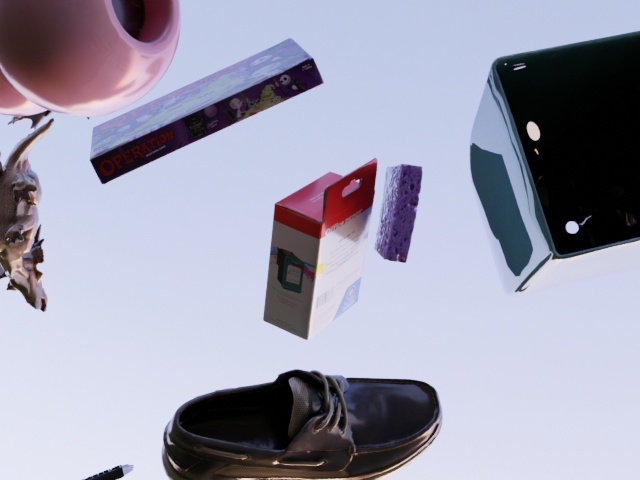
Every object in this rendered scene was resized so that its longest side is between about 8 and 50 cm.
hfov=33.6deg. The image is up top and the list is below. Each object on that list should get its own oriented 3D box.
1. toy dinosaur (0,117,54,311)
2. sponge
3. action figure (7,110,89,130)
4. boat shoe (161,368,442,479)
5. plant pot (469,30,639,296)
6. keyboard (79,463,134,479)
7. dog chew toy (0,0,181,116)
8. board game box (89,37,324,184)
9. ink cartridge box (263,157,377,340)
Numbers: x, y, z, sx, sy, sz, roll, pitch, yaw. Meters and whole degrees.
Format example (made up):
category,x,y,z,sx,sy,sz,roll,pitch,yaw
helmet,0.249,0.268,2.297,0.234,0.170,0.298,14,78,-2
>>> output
category,x,y,z,sx,sy,sz,roll,pitch,yaw
toy dinosaur,-0.462,-0.045,1.600,0.127,0.200,0.295,13,-89,5
sponge,0.096,-0.036,1.341,0.031,0.210,0.117,9,-87,-1
action figure,-0.436,-0.251,1.594,0.276,0.141,0.164,18,-43,46
boat shoe,-0.016,0.229,1.291,0.356,0.132,0.130,-10,-34,-11
plant pot,0.218,-0.043,0.903,0.166,0.165,0.234,-12,-16,-9
keyboard,-0.394,0.397,1.697,0.180,0.108,0.023,-22,-95,2
dog chew toy,-0.309,-0.223,1.113,0.332,0.206,0.206,-4,-60,33
board game box,-0.176,-0.199,1.581,0.347,0.208,0.056,-25,-73,-2
ink cartridge box,0.000,0.000,1.412,0.078,0.134,0.231,23,-57,25
